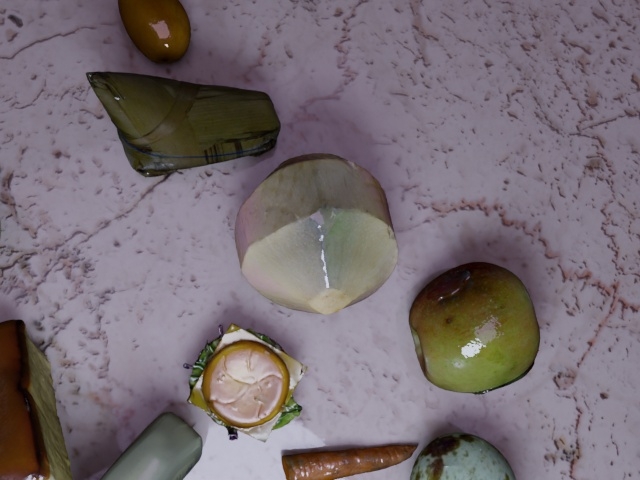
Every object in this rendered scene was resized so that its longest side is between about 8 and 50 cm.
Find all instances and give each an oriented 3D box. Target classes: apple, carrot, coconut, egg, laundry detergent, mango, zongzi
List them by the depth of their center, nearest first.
[{"bbox_3d":[-0.284,0.377,1.185,0.091,0.181,0.253,38,55,7],"label":"laundry detergent"},{"bbox_3d":[-0.191,-0.204,1.228,0.260,0.289,0.123,-10,73,-6],"label":"zongzi"},{"bbox_3d":[0.000,0.000,1.260,0.259,0.259,0.259,1,84,-6],"label":"coconut"},{"bbox_3d":[0.228,0.413,1.268,0.169,0.169,0.231,-17,98,-7],"label":"egg"},{"bbox_3d":[0.242,0.140,1.302,0.188,0.174,0.207,-20,71,-10],"label":"apple"},{"bbox_3d":[0.052,0.360,1.319,0.224,0.057,0.057,-6,85,-11],"label":"carrot"},{"bbox_3d":[-0.277,-0.376,1.339,0.102,0.085,0.184,-23,82,-8],"label":"mango"}]

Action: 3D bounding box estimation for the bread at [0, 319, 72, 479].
[{"bbox_3d":[-0.529,0.305,1.143,0.333,0.143,0.323,-28,43,-10],"label":"bread"}]

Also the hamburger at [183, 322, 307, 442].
[{"bbox_3d":[-0.115,0.224,1.289,0.189,0.093,0.164,41,84,1],"label":"hamburger"}]
